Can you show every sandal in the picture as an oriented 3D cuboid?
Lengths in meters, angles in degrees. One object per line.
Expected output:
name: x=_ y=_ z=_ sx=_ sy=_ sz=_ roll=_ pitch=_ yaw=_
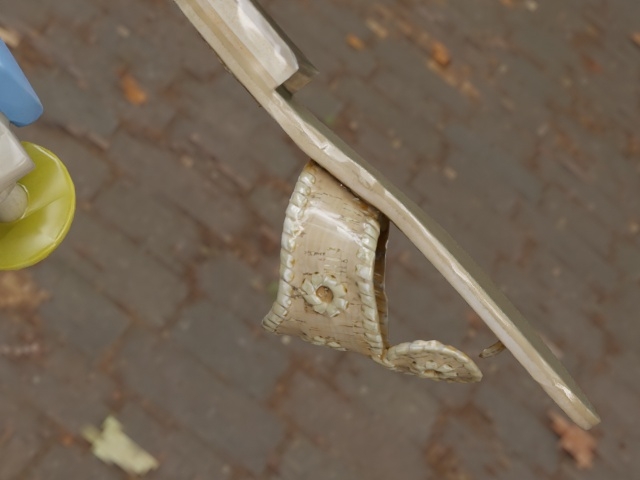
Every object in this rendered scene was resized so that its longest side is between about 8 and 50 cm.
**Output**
sandal: x=0.001 y=0.000 z=0.750 sx=0.240 sy=0.079 sz=0.088 roll=51 pitch=6 yaw=8

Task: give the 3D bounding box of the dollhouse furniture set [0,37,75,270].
dollhouse furniture set: x=-0.258 y=-0.037 z=0.693 sx=0.303 sy=0.286 sz=0.198 roll=53 pitch=-1 yaw=19
